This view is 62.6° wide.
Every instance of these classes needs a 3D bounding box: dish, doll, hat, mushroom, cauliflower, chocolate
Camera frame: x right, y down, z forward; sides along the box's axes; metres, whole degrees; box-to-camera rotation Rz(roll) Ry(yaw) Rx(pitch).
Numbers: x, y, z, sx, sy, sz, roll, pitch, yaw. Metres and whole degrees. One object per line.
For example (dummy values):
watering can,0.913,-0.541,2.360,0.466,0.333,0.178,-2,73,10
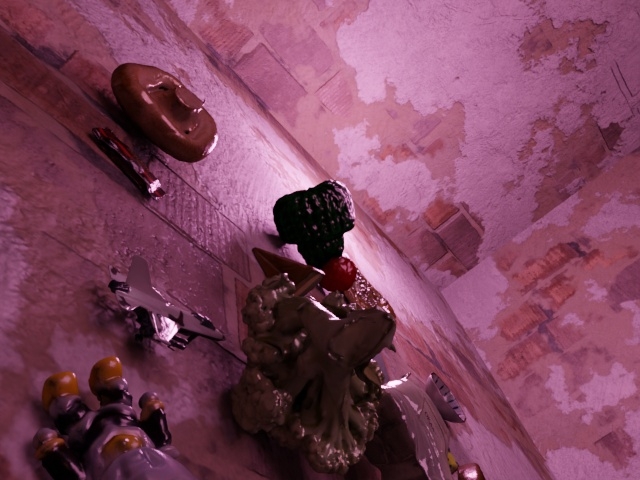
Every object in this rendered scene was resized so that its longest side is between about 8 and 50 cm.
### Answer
dish,0.387,0.518,1.690,0.190,0.066,0.190,50,10,-12
doll,-0.160,0.254,0.491,0.316,0.103,0.146,51,16,25
hat,0.000,0.000,1.578,0.274,0.242,0.332,-28,102,-55
mushroom,-0.363,-0.302,1.246,0.278,0.146,0.278,43,26,-26
cauliflower,-0.024,0.189,0.811,0.327,0.261,0.281,56,-10,23
chocolate,-0.375,-0.154,1.049,0.182,0.028,0.086,48,10,-6

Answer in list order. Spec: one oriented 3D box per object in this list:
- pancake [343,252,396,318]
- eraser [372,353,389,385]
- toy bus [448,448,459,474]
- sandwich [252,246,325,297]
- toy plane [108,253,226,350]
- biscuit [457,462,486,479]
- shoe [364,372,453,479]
pancake,0.130,0.158,1.829,0.356,0.065,0.356,49,11,-13
eraser,0.064,0.286,1.144,0.189,0.104,0.290,54,13,5
toy bus,0.238,0.479,1.246,0.101,0.088,0.175,33,19,-50
sandwich,-0.077,0.054,1.292,0.163,0.113,0.079,57,14,28
toy plane,-0.224,0.109,0.754,0.160,0.082,0.234,49,-7,45
biscuit,0.302,0.575,0.958,0.367,0.063,0.313,59,22,-65
shoe,0.189,0.409,0.970,0.211,0.132,0.341,-10,77,-59
